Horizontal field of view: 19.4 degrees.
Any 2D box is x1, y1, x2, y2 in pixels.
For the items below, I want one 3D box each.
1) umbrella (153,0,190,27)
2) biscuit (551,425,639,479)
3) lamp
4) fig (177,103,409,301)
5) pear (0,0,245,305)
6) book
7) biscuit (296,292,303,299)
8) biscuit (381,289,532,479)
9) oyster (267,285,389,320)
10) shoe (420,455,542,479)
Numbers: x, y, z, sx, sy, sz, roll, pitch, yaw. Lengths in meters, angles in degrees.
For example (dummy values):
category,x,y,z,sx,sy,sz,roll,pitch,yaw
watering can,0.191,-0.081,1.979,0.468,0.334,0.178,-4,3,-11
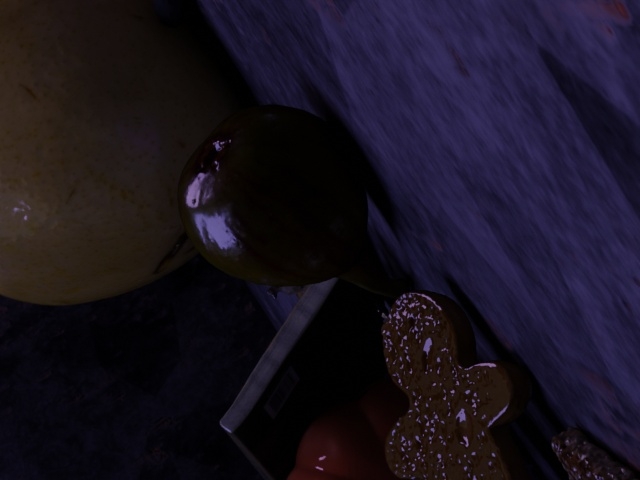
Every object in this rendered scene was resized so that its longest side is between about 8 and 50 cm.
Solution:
category,x,y,z,sx,sy,sz,roll,pitch,yaw
umbrella,-0.125,-0.208,1.515,0.036,0.031,0.133,54,173,9
biscuit,0.209,0.215,1.078,0.231,0.025,0.131,58,175,-15
lamp,0.064,0.195,1.403,0.187,0.188,0.164,56,174,7
fig,0.000,0.000,1.303,0.236,0.124,0.124,42,-174,-42
pear,-0.219,-0.092,1.670,0.309,0.309,0.309,56,175,8
book,-0.001,0.118,1.461,0.024,0.160,0.228,27,165,23
biscuit,-0.028,0.020,2.005,0.172,0.029,0.254,54,174,22
biscuit,0.092,0.124,1.185,0.138,0.031,0.205,-44,58,44
oyster,-0.001,0.015,1.539,0.133,0.072,0.209,18,169,28
shoe,0.131,0.195,1.258,0.095,0.138,0.245,82,-174,-62
